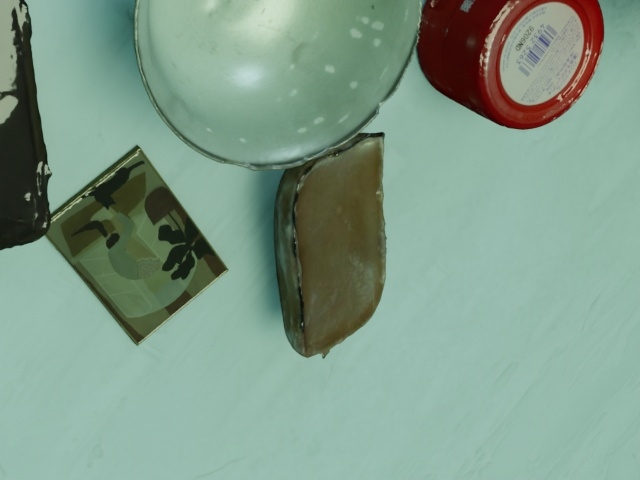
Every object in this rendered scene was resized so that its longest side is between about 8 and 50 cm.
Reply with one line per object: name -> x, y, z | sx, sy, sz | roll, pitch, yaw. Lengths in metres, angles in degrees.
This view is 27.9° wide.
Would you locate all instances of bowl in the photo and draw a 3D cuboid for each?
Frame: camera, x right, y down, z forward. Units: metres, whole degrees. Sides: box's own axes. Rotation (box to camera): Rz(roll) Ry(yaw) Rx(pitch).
bowl -> -0.066, -0.237, 1.281 | 0.313, 0.146, 0.313 | -15, 119, -28

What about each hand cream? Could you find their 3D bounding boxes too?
hand cream -> 0.219, -0.231, 1.485 | 0.193, 0.125, 0.193 | -17, 122, -28

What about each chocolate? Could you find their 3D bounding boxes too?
chocolate -> -0.001, -0.001, 1.488 | 0.161, 0.083, 0.261 | -27, 128, -41

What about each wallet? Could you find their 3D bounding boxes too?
wallet -> -0.349, -0.127, 1.221 | 0.165, 0.042, 0.309 | -15, 120, -24

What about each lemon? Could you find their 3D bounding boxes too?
lemon -> 0.015, -0.226, 1.393 | 0.062, 0.062, 0.083 | 16, 104, -38

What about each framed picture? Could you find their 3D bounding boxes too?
framed picture -> -0.199, 0.010, 1.409 | 0.136, 0.010, 0.201 | -40, 128, -10
